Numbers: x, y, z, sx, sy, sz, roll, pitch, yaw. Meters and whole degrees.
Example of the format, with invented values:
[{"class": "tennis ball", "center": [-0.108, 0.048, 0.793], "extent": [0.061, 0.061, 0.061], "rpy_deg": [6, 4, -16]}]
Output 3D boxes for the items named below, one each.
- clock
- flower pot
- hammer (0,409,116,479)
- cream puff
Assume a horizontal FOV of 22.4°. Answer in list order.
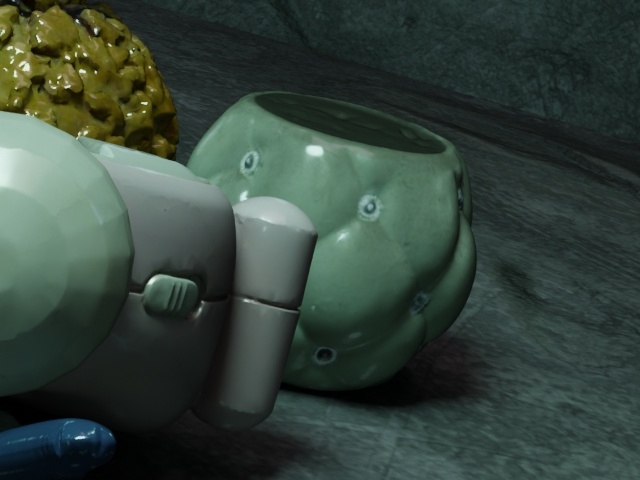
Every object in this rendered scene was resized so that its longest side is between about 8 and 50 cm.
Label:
[{"class": "clock", "center": [-0.206, 0.000, 0.951], "extent": [0.342, 0.184, 0.326], "rpy_deg": [9, -7, 31]}, {"class": "flower pot", "center": [0.000, 0.000, 1.246], "extent": [0.246, 0.195, 0.246], "rpy_deg": [13, 14, -3]}, {"class": "hammer", "center": [-0.164, 0.111, 0.798], "extent": [0.116, 0.070, 0.194], "rpy_deg": [2, -12, -42]}, {"class": "cream puff", "center": [-0.283, -0.108, 1.302], "extent": [0.342, 0.231, 0.327], "rpy_deg": [12, 19, -12]}]
